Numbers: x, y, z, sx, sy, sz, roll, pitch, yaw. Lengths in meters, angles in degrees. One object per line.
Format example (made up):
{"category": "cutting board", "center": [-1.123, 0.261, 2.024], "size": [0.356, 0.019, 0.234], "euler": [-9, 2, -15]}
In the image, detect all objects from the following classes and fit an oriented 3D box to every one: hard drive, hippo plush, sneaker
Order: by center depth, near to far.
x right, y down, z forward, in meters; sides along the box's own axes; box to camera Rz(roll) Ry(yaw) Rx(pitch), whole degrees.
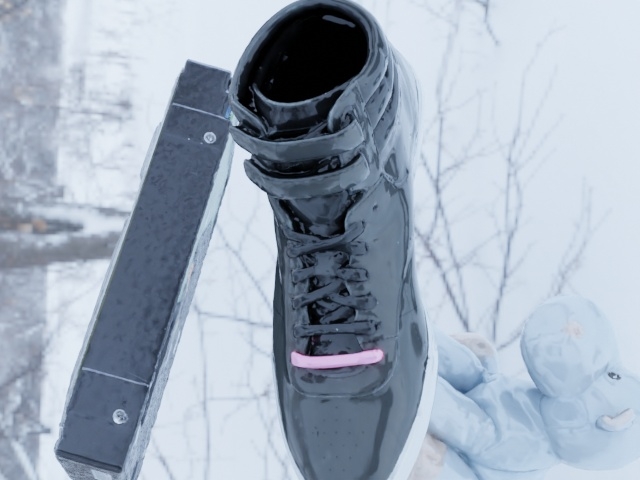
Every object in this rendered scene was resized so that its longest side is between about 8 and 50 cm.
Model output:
{"category": "sneaker", "center": [0.000, 0.000, 0.597], "size": [0.147, 0.104, 0.296], "euler": [40, -130, -62]}
{"category": "hard drive", "center": [-0.144, 0.043, 0.933], "size": [0.237, 0.064, 0.339], "euler": [116, 171, -71]}
{"category": "hippo plush", "center": [0.201, 0.181, 1.067], "size": [0.236, 0.234, 0.294], "euler": [-28, 76, 35]}
